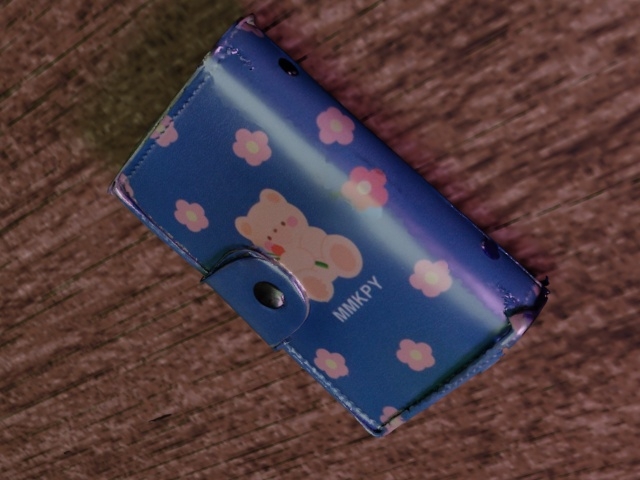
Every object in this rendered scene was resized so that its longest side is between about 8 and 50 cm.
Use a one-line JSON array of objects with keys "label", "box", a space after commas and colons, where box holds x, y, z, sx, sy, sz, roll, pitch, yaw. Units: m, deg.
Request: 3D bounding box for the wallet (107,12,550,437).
[{"label": "wallet", "box": [0.000, 0.001, 0.701, 0.202, 0.059, 0.141, 42, 136, -5]}]
